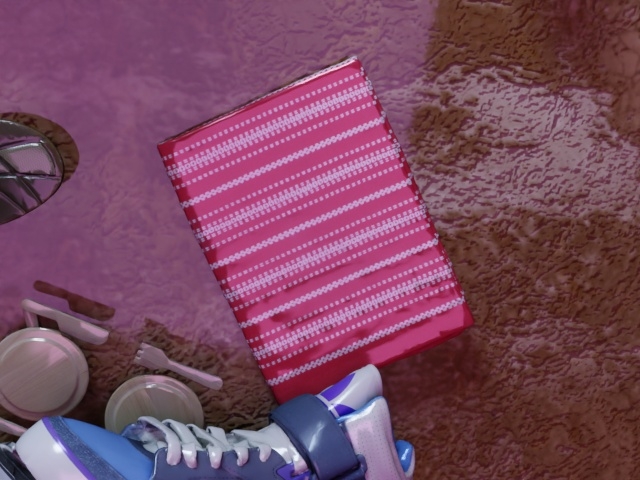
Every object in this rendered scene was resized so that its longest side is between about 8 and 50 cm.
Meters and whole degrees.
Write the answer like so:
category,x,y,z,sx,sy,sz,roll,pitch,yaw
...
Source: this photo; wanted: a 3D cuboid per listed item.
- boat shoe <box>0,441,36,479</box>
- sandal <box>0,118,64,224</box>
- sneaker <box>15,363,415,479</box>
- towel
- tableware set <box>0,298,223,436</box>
category,x,y,z,sx,sy,sz,roll,pitch,yaw
boat shoe,-0.291,0.218,0.847,0.306,0.105,0.113,40,88,-19
sandal,-0.312,-0.035,0.825,0.219,0.060,0.090,-27,97,12
sneaker,-0.060,0.173,0.833,0.323,0.130,0.236,42,80,-25
towel,0.000,0.000,0.887,0.199,0.031,0.274,-25,101,-1
tableware set,-0.195,0.134,0.879,0.194,0.039,0.128,24,101,-8
